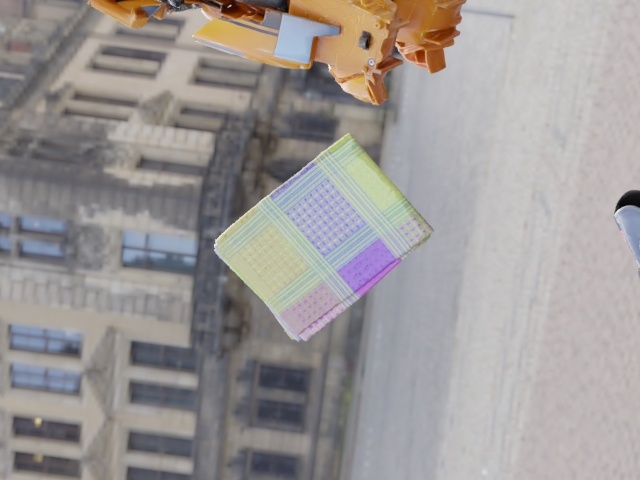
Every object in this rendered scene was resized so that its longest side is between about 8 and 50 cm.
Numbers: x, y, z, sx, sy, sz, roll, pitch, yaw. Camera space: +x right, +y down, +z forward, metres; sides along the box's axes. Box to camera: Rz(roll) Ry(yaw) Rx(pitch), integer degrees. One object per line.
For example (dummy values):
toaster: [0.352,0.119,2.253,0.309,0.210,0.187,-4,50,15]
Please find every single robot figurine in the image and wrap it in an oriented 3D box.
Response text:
robot figurine: [-0.052,-0.189,0.899,0.211,0.291,0.085,-33,-42,-55]

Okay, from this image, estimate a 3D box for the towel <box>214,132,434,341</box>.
towel: [0.000,0.000,0.518,0.083,0.060,0.009,-40,5,19]

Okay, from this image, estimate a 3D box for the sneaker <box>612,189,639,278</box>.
sneaker: [0.331,0.034,1.121,0.131,0.148,0.350,-54,-21,-74]
